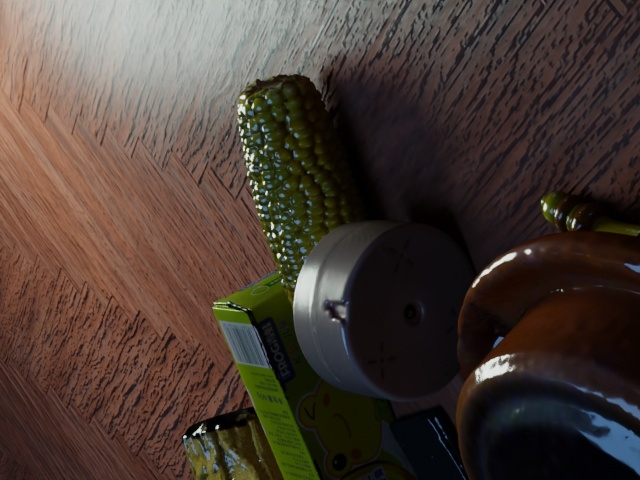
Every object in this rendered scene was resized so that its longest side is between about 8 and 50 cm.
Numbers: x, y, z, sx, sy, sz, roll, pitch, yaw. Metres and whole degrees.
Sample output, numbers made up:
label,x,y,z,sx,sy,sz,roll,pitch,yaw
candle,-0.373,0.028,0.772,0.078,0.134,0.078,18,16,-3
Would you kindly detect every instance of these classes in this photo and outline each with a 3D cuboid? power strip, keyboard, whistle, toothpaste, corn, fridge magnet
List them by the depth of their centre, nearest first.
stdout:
label,x,y,z,sx,sy,sz,roll,pitch,yaw
fridge magnet,0.236,0.153,0.981,0.363,0.155,0.363,33,147,25
whistle,0.206,-0.005,1.035,0.109,0.057,0.046,33,98,53
power strip,0.058,0.058,1.200,0.078,0.154,0.154,3,118,54
corn,0.000,0.000,1.287,0.101,0.101,0.310,4,121,57
keyboard,0.168,0.303,1.383,0.309,0.018,0.101,60,153,1
toothpaste,0.007,0.181,1.431,0.077,0.110,0.327,2,118,55

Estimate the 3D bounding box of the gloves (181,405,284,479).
label,x,y,z,sx,sy,sz,roll,pitch,yaw
gloves,-0.042,0.355,1.623,0.356,0.155,0.203,54,155,3
